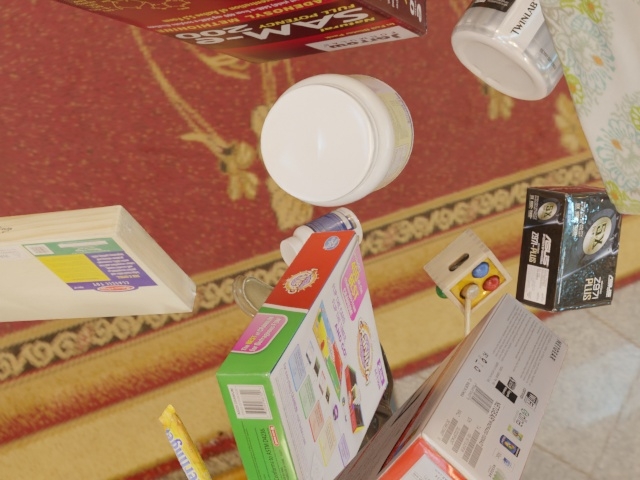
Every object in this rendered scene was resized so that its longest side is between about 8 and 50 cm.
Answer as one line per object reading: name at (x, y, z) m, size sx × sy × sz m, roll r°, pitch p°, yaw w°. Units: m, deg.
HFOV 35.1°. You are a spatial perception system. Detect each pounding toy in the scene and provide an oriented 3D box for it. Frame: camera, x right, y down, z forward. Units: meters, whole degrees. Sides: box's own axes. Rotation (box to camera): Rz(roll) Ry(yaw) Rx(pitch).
pounding toy at (0.265, 0.082, 1.820) m, size 0.141 × 0.100 × 0.130 m, roll -41°, pitch 136°, yaw 4°

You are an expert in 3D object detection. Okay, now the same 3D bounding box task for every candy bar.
candy bar at (-0.162, 0.281, 1.272) m, size 0.018 × 0.161 × 0.040 m, roll -6°, pitch 144°, yaw -41°

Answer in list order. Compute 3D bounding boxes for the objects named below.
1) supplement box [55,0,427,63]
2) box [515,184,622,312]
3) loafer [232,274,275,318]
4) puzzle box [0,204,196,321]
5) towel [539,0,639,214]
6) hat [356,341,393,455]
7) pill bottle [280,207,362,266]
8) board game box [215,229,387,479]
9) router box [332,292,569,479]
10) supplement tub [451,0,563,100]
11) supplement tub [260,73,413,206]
supplement box at (-0.051, -0.153, 0.522) m, size 0.239 × 0.130 × 0.073 m, roll 2°, pitch 85°, yaw -59°
box at (0.379, 0.010, 1.537) m, size 0.147 × 0.077 × 0.180 m, roll -3°, pitch 101°, yaw -39°
loafer at (-0.066, 0.095, 1.465) m, size 0.148 × 0.050 × 0.056 m, roll 40°, pitch 44°, yaw -30°
puzzle box at (-0.436, 0.047, 1.619) m, size 0.272 × 0.409 × 0.052 m, roll 58°, pitch 33°, yaw -56°
towel at (0.405, -0.196, 1.218) m, size 0.090 × 0.320 × 0.374 m, roll -25°, pitch 102°, yaw -15°
hat at (0.030, 0.293, 1.681) m, size 0.331 × 0.134 × 0.331 m, roll -13°, pitch 113°, yaw -32°
pill bottle at (0.000, 0.000, 1.562) m, size 0.120 × 0.067 × 0.067 m, roll -26°, pitch 108°, yaw -29°
board game box at (-0.008, 0.167, 1.218) m, size 0.316 × 0.064 × 0.242 m, roll -56°, pitch 139°, yaw -56°
router box at (0.070, 0.221, 0.891) m, size 0.082 × 0.335 × 0.301 m, roll 41°, pitch 115°, yaw 6°
supplement tub at (0.372, -0.406, 1.665) m, size 0.193 × 0.193 × 0.316 m, roll 38°, pitch 81°, yaw -28°
supplement tub at (0.033, -0.187, 1.855) m, size 0.235 × 0.325 × 0.235 m, roll 2°, pitch 99°, yaw 15°
